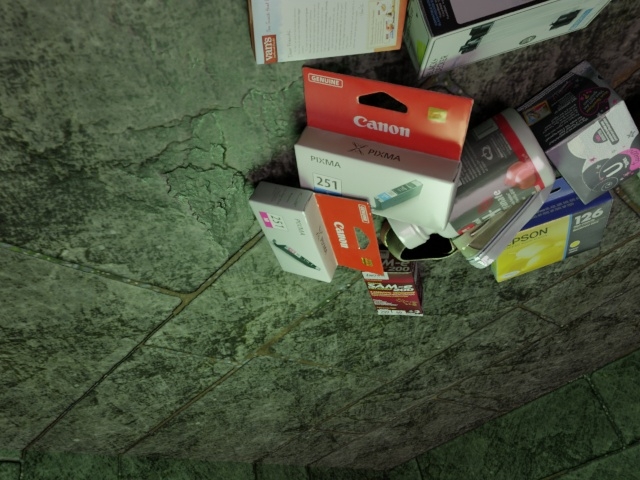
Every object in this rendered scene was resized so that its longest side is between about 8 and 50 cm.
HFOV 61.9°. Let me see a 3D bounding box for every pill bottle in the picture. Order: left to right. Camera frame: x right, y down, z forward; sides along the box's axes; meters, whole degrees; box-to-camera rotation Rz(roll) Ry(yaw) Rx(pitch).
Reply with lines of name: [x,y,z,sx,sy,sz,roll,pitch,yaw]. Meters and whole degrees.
pill bottle: [0.291,-0.114,1.095,0.319,0.176,0.176,-31,140,19]

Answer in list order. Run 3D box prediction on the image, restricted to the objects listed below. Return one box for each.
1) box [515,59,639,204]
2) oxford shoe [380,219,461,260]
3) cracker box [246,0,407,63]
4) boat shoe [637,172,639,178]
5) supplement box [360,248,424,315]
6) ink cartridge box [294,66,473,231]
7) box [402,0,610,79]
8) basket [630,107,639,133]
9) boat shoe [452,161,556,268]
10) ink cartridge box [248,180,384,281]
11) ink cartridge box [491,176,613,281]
box: [0.544,-0.211,1.091,0.163,0.142,0.247,-36,139,24]
oxford shoe: [0.324,-0.011,1.254,0.349,0.130,0.122,-14,123,-2]
cracker box: [0.009,-0.355,0.782,0.232,0.067,0.155,-9,141,-10]
boat shoe: [0.897,-0.103,1.340,0.136,0.156,0.367,-26,142,13]
supplement box: [0.195,0.114,1.402,0.130,0.073,0.239,-1,146,19]
ink cartridge box: [0.099,-0.154,0.946,0.297,0.066,0.261,16,145,16]
box: [0.280,-0.352,0.805,0.290,0.087,0.169,-16,176,1]
basket: [0.780,-0.270,1.099,0.227,0.154,0.204,-43,151,25]
boat shoe: [0.408,-0.077,1.174,0.094,0.302,0.109,42,165,-9]
ink cartridge box: [0.000,0.000,1.133,0.239,0.060,0.275,14,150,23]
ink cartridge box: [0.595,-0.034,1.395,0.304,0.072,0.307,-20,145,6]
